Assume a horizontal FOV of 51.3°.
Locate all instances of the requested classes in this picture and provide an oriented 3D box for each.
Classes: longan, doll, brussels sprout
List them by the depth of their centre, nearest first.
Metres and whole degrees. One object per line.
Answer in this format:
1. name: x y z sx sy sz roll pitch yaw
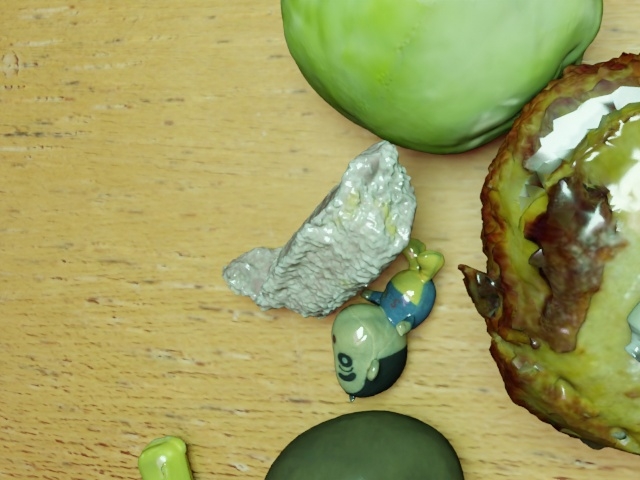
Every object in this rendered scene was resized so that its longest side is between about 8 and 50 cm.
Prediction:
1. brussels sprout: 0.105 -0.215 0.566 0.316 0.242 0.274 -40 54 40
2. longan: 0.039 0.260 0.637 0.212 0.198 0.198 -33 80 17
3. doll: 0.062 0.083 0.678 0.088 0.102 0.179 17 99 -20

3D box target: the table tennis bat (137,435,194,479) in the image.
1. table tennis bat: -0.131 0.408 0.776 0.224 0.054 0.369 -19 89 19

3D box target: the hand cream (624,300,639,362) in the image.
1. hand cream: 0.241 0.009 0.386 0.057 0.037 0.165 38 102 -10

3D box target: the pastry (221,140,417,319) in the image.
1. pastry: 0.008 0.010 0.649 0.112 0.103 0.265 45 143 -8

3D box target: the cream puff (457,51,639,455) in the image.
1. cream puff: 0.276 -0.001 0.511 0.350 0.229 0.351 0 114 1
